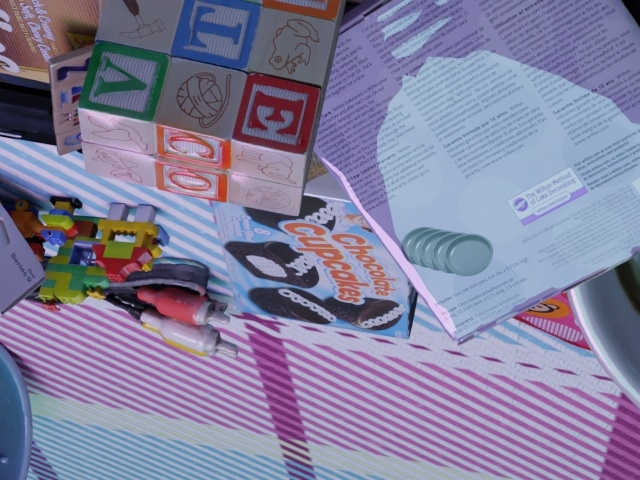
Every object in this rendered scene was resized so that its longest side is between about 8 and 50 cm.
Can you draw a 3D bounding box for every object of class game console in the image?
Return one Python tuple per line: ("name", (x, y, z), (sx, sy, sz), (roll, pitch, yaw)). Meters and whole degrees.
("game console", (-0.347, -0.123, 1.573), (0.361, 0.043, 0.213), (9, 171, -29))

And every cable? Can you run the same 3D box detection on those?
("cable", (-0.226, 0.065, 1.987), (0.287, 0.072, 0.139), (10, 151, 7))

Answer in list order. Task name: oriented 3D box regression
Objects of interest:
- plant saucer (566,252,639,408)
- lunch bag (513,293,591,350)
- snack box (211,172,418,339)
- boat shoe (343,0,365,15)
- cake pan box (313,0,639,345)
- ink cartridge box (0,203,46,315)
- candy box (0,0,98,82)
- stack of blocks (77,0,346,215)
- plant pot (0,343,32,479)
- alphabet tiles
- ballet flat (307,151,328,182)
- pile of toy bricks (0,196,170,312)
("plant saucer", (0.377, -0.016, 1.303), (0.401, 0.100, 0.400), (5, 117, 11))
("lunch bag", (0.311, 0.017, 1.553), (0.258, 0.120, 0.293), (25, 152, -38))
("snack box", (0.000, 0.000, 1.735), (0.187, 0.060, 0.322), (9, 157, 7))
("boat shoe", (0.097, -0.117, 1.390), (0.255, 0.079, 0.095), (23, 155, -23))
("cake pan box", (0.133, -0.086, 1.232), (0.267, 0.070, 0.245), (-31, 106, 30))
("ink cartridge box", (-0.410, 0.028, 1.846), (0.212, 0.093, 0.154), (-24, 104, 35))
("candy box", (-0.296, -0.215, 1.358), (0.317, 0.087, 0.183), (13, 157, 0))
("stack of blocks", (-0.064, -0.179, 1.055), (0.171, 0.297, 0.087), (11, 157, 1))
("plant pot", (-0.615, 0.260, 2.354), (0.334, 0.341, 0.341), (6, 157, 34))
("alphabet tiles", (-0.113, -0.150, 1.368), (0.198, 0.009, 0.237), (-21, 161, -14))
("ballet flat", (-0.069, -0.101, 1.365), (0.123, 0.123, 0.348), (5, 173, 18))
("pile of toy bricks", (-0.261, 0.025, 1.869), (0.212, 0.105, 0.118), (4, 156, 20))
